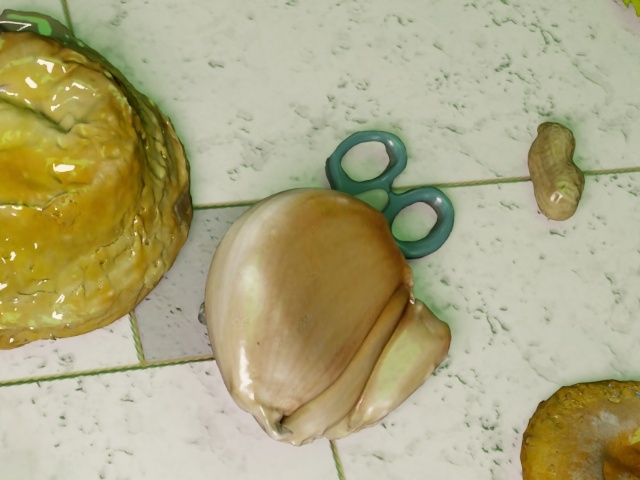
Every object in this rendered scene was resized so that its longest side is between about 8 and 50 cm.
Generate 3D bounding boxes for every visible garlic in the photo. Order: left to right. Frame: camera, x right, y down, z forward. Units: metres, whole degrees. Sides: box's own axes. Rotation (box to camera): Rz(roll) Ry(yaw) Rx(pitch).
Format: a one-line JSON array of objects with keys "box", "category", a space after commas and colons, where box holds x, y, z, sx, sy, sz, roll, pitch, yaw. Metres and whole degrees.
[{"box": [-0.014, 0.069, 1.167, 0.228, 0.110, 0.217, -40, 110, -40], "category": "garlic"}]

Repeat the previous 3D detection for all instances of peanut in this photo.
[{"box": [0.234, -0.070, 1.381, 0.054, 0.054, 0.113, 6, 59, -15], "category": "peanut"}]

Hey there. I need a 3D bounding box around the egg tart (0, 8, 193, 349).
[{"box": [-0.263, -0.069, 1.171, 0.341, 0.129, 0.341, 7, 59, -12], "category": "egg tart"}]

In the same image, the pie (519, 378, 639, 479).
[{"box": [0.296, 0.232, 1.215, 0.273, 0.069, 0.273, 11, 56, -17], "category": "pie"}]

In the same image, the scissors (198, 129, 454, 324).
[{"box": [0.000, 0.000, 1.265, 0.289, 0.041, 0.138, -33, 83, -32], "category": "scissors"}]

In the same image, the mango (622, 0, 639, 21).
[{"box": [0.385, -0.316, 1.546, 0.119, 0.100, 0.178, 4, 52, -13], "category": "mango"}]
